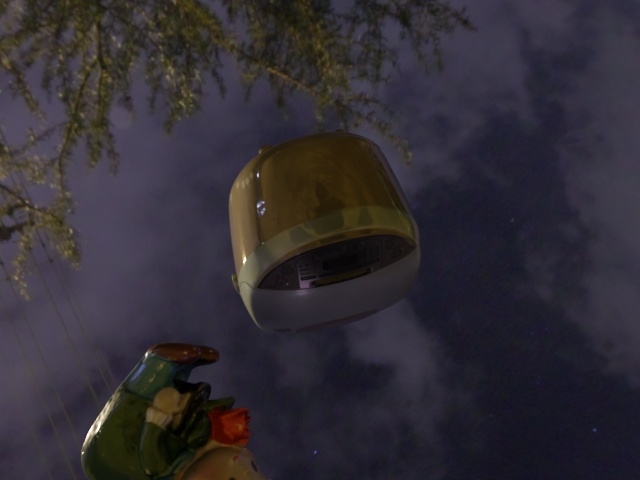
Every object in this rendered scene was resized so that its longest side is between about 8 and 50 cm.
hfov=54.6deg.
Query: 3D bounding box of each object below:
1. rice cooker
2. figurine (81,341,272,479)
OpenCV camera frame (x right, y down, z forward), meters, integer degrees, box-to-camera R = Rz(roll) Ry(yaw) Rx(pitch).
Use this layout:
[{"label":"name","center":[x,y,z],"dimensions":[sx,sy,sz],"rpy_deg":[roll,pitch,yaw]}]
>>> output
[{"label":"rice cooker","center":[0.000,0.000,0.481],"dimensions":[0.145,0.206,0.127],"rpy_deg":[-13,-104,-6]},{"label":"figurine","center":[-0.105,0.220,0.611],"dimensions":[0.234,0.127,0.185],"rpy_deg":[28,-104,22]}]
